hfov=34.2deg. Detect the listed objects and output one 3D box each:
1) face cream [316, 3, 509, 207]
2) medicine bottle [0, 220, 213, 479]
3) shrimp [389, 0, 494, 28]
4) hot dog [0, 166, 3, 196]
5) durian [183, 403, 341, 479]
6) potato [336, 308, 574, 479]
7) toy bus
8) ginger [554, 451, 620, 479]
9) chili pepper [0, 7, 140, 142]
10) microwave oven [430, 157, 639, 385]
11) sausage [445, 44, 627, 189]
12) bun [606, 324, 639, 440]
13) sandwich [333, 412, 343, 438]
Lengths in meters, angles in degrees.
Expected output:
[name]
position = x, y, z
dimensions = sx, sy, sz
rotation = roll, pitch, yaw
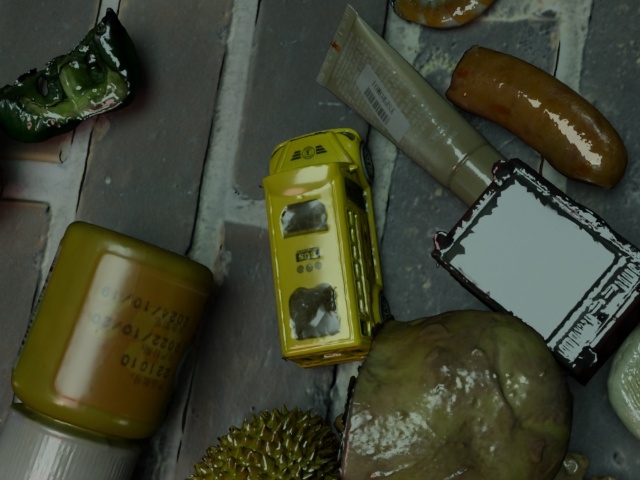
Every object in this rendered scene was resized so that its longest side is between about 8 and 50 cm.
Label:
[face cream]
position = 0.128, -0.175, 1.449
dimensions = 0.341, 0.084, 0.137
rotation = 45, 134, 21
[medicine bottle]
position = -0.309, 0.184, 1.443
dimensions = 0.224, 0.224, 0.385
rotation = 17, 83, 21
[shrimp]
position = 0.182, -0.382, 1.506
dimensions = 0.166, 0.049, 0.161
rotation = -2, 79, 26
[hot dog]
position = -0.571, -0.156, 1.631
dimensions = 0.114, 0.175, 0.259
rotation = -24, 61, -17
[durian]
position = -0.075, 0.351, 1.325
dimensions = 0.258, 0.258, 0.293
rotation = 35, 85, 22
[potato]
position = 0.165, 0.228, 1.199
dimensions = 0.237, 0.301, 0.289
rotation = 7, 118, 15
[toy bus]
position = 0.000, 0.000, 1.420
dimensions = 0.144, 0.152, 0.330
rotation = -11, 75, 17
[ginger]
position = 0.350, 0.359, 1.266
dimensions = 0.213, 0.074, 0.137
rotation = 41, 110, 25
[chili pepper]
position = -0.395, -0.237, 1.637
dimensions = 0.264, 0.116, 0.148
rotation = -25, 83, 12
[microwave oven]
position = 0.292, 0.035, 1.303
dimensions = 0.247, 0.178, 0.188
rotation = 42, 95, 21
[sausage]
position = 0.295, -0.164, 1.388
dimensions = 0.270, 0.109, 0.109
rotation = 40, 92, 22
[bun]
position = 0.445, 0.170, 1.262
dimensions = 0.183, 0.102, 0.184
rotation = 2, 97, 18
[sandwich]
position = 0.134, 0.267, 1.366
dimensions = 0.162, 0.058, 0.193
rotation = -41, 68, 6
